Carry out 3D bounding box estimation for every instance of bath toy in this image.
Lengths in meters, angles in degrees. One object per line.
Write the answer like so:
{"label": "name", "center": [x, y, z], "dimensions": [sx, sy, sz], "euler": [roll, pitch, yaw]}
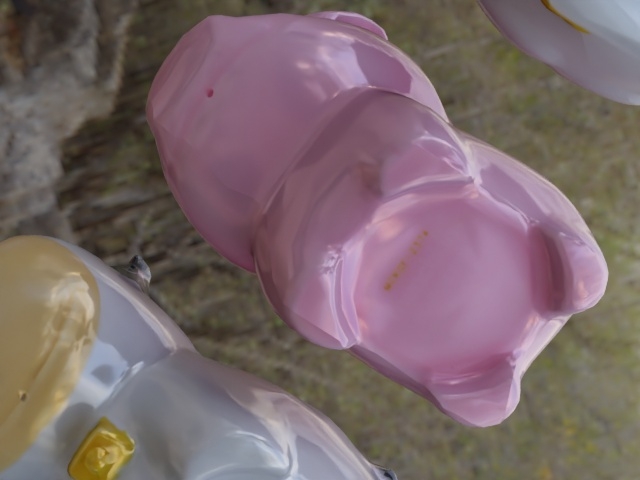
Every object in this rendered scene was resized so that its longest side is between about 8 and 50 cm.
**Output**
{"label": "bath toy", "center": [0.000, 0.000, 0.488], "dimensions": [0.151, 0.348, 0.129], "euler": [38, 9, -14]}
